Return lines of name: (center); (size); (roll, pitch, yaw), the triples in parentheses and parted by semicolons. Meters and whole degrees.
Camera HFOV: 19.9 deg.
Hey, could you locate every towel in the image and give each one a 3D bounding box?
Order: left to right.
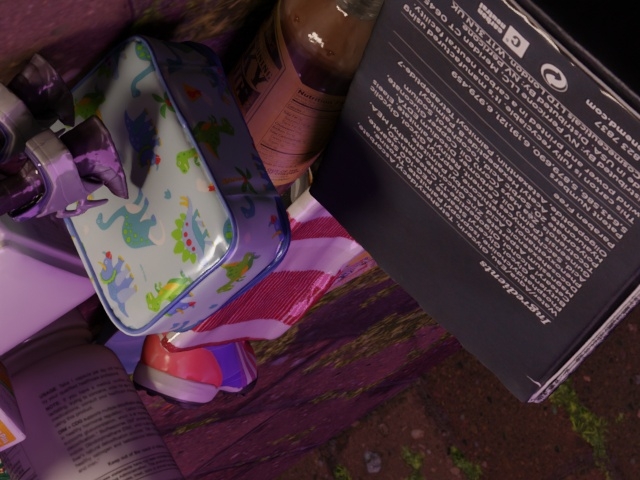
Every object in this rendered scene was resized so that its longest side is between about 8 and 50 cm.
towel: (0.000, 0.000, 1.890); (0.329, 0.037, 0.237); (-45, 163, 19)

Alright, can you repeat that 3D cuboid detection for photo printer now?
photo printer: (-0.364, 0.065, 1.588); (0.307, 0.107, 0.256); (-32, 165, 7)

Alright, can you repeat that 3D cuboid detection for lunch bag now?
lunch bag: (-0.131, -0.042, 1.468); (0.176, 0.219, 0.090); (-41, 156, 32)

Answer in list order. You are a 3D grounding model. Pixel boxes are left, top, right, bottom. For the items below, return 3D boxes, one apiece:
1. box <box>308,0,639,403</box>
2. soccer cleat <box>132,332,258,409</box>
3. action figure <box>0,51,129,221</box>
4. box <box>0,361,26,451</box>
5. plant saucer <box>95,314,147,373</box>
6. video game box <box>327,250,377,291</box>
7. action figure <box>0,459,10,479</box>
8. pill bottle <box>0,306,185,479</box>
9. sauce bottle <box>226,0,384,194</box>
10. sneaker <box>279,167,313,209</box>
box: (0.282, -0.180, 1.459); (0.480, 0.297, 0.472); (-42, 169, -23)
soccer cleat: (-0.126, 0.115, 2.086); (0.318, 0.109, 0.116); (-6, 115, -78)
action figure: (-0.290, -0.018, 1.357); (0.285, 0.185, 0.099); (-32, 149, -19)
box: (-0.408, 0.173, 1.775); (0.203, 0.103, 0.114); (-26, 140, 0)
plant saucer: (-0.133, 0.060, 2.156); (0.318, 0.043, 0.317); (-28, 165, -8)
video game box: (-0.005, 0.020, 2.097); (0.205, 0.048, 0.187); (-28, 162, -10)
action figure: (-0.418, 0.291, 2.340); (0.137, 0.063, 0.232); (-24, 161, -12)
pill bottle: (-0.258, 0.210, 1.929); (0.160, 0.283, 0.160); (-28, 165, -8)
sauce bottle: (-0.001, -0.162, 1.548); (0.111, 0.111, 0.344); (-20, 161, -36)
sneaker: (-0.080, -0.031, 1.888); (0.083, 0.084, 0.215); (-1, 146, -38)
